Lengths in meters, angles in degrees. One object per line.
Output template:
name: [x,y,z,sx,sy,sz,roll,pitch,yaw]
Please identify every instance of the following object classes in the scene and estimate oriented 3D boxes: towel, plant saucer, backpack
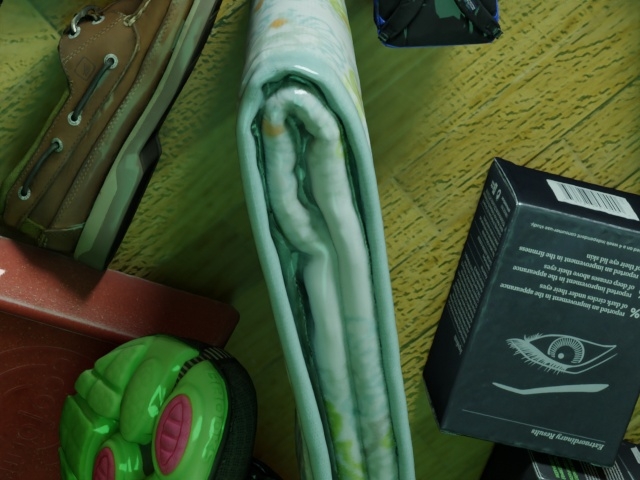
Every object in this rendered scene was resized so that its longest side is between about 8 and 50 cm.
towel: [0.000,0.000,1.431,0.090,0.320,0.374,-8,113,0]
plant saucer: [-0.226,0.132,1.566,0.259,0.048,0.258,18,118,-23]
backpack: [0.081,-0.213,1.472,0.098,0.101,0.120,-5,112,-3]

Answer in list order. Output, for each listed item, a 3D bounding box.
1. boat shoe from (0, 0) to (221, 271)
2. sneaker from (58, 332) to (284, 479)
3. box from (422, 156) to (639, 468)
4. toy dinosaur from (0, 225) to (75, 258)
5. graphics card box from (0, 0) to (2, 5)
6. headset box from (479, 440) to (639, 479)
boat shoe: [-0.149,-0.132,1.473,0.104,0.111,0.307,25,97,0]
sneaker: [-0.082,0.227,1.555,0.202,0.185,0.483,-22,144,-19]
box: [0.186,0.059,1.586,0.153,0.108,0.207,14,110,-11]
toy dinosaur: [-0.232,0.027,1.573,0.183,0.053,0.092,32,91,-17]
graphics card box: [-0.372,-0.122,1.389,0.233,0.094,0.371,23,133,-14]
headset box: [0.237,0.304,1.675,0.283,0.131,0.246,16,109,-12]
